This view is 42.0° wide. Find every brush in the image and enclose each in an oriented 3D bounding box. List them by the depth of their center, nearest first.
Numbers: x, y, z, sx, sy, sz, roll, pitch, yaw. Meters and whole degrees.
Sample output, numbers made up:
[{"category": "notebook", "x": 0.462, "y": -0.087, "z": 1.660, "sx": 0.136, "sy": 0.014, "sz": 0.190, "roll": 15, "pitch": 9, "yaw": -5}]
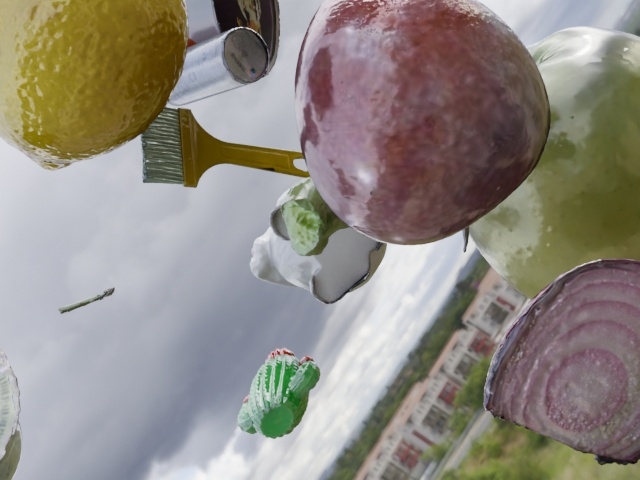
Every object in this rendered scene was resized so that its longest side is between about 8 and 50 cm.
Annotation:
[{"category": "brush", "x": -0.088, "y": -0.087, "z": 0.844, "sx": 0.205, "sy": 0.083, "sz": 0.011, "roll": 5, "pitch": -20, "yaw": -36}]

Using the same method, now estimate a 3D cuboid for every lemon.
[{"category": "lemon", "x": -0.210, "y": -0.171, "z": 0.716, "sx": 0.244, "sy": 0.186, "sz": 0.187, "roll": -65, "pitch": -11, "yaw": 17}]

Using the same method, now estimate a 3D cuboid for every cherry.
[{"category": "cherry", "x": 0.099, "y": -0.112, "z": 0.785, "sx": 0.212, "sy": 0.286, "sz": 0.236, "roll": -6, "pitch": 26, "yaw": 43}]

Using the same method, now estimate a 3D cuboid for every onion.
[{"category": "onion", "x": 0.341, "y": 0.135, "z": 1.051, "sx": 0.111, "sy": 0.250, "sz": 0.248, "roll": -117, "pitch": 51, "yaw": -79}]

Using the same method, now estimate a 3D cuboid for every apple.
[{"category": "apple", "x": 0.429, "y": -0.115, "z": 1.353, "sx": 0.474, "sy": 0.473, "sz": 0.474, "roll": -55, "pitch": -10, "yaw": -15}]

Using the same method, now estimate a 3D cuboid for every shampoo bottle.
[{"category": "shampoo bottle", "x": -0.147, "y": -0.205, "z": 1.013, "sx": 0.214, "sy": 0.072, "sz": 0.072, "roll": -3, "pitch": 42, "yaw": 51}]

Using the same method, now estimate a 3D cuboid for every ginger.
[{"category": "ginger", "x": 0.052, "y": -0.096, "z": 1.104, "sx": 0.089, "sy": 0.137, "sz": 0.290, "roll": 6, "pitch": 57, "yaw": 55}]

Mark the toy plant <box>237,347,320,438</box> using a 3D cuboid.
[{"category": "toy plant", "x": -0.074, "y": 0.242, "z": 1.324, "sx": 0.155, "sy": 0.088, "sz": 0.240, "roll": -52, "pitch": 13, "yaw": -13}]

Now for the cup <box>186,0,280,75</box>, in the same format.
[{"category": "cup", "x": -0.225, "y": -0.306, "z": 1.166, "sx": 0.203, "sy": 0.288, "sz": 0.203, "roll": -2, "pitch": -90, "yaw": -67}]

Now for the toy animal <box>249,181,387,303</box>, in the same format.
[{"category": "toy animal", "x": 0.000, "y": 0.000, "z": 1.399, "sx": 0.257, "sy": 0.194, "sz": 0.357, "roll": -22, "pitch": -1, "yaw": -8}]

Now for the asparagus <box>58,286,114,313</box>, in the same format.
[{"category": "asparagus", "x": -0.402, "y": 0.104, "z": 1.440, "sx": 0.114, "sy": 0.014, "sz": 0.015, "roll": -21, "pitch": -21, "yaw": 10}]

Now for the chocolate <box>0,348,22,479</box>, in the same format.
[{"category": "chocolate", "x": -0.380, "y": 0.202, "z": 0.821, "sx": 0.221, "sy": 0.221, "sz": 0.147, "roll": -52, "pitch": -18, "yaw": -27}]
